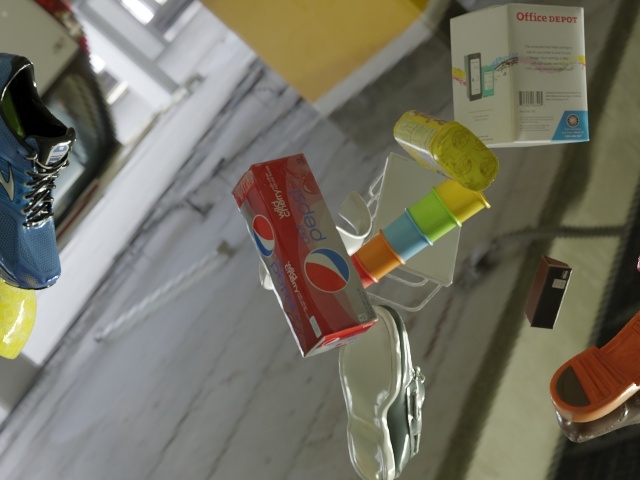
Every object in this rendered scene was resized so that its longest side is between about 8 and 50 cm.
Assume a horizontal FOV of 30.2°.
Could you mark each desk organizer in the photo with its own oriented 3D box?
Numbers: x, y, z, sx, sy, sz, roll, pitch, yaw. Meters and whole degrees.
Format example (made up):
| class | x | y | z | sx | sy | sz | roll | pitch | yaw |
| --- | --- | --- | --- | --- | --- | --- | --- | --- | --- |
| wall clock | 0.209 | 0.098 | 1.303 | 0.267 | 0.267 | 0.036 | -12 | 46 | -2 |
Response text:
| class | x | y | z | sx | sy | sz | roll | pitch | yaw |
| --- | --- | --- | --- | --- | --- | --- | --- | --- | --- |
| desk organizer | 0.421 | 0.095 | 2.206 | 0.050 | 0.047 | 0.130 | -106 | -154 | -63 |

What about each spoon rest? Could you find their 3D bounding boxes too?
| class | x | y | z | sx | sy | sz | roll | pitch | yaw |
| --- | --- | --- | --- | --- | --- | --- | --- | --- | --- |
| spoon rest | 0.000 | 0.000 | 1.877 | 0.276 | 0.084 | 0.137 | -32 | 157 | -51 |

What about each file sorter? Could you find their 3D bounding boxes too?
| class | x | y | z | sx | sy | sz | roll | pitch | yaw |
| --- | --- | --- | --- | --- | --- | --- | --- | --- | --- |
| file sorter | 0.188 | -0.014 | 2.641 | 0.173 | 0.192 | 0.278 | 127 | -19 | -54 |

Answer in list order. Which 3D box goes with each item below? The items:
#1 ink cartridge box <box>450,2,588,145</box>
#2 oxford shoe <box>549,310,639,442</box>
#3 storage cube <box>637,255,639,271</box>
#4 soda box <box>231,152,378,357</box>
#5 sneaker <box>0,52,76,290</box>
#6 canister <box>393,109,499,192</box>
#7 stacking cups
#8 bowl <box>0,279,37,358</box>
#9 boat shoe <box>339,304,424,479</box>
| class | x | y | z | sx | sy | sz | roll | pitch | yaw |
| --- | --- | --- | --- | --- | --- | --- | --- | --- | --- |
| ink cartridge box | 0.399 | -0.327 | 2.392 | 0.197 | 0.198 | 0.270 | 1 | -86 | 61 |
| oxford shoe | 0.523 | 0.195 | 1.859 | 0.363 | 0.133 | 0.130 | -25 | -135 | -6 |
| storage cube | 0.682 | 0.022 | 2.019 | 0.183 | 0.193 | 0.215 | -24 | 144 | -17 |
| soda box | -0.023 | 0.018 | 1.611 | 0.092 | 0.263 | 0.083 | -15 | 161 | -28 |
| sneaker | -0.397 | -0.089 | 1.565 | 0.147 | 0.330 | 0.130 | -3 | -161 | 24 |
| canister | 0.204 | -0.152 | 1.969 | 0.073 | 0.126 | 0.170 | -51 | -153 | -2 |
| stacking cups | 0.155 | -0.012 | 2.182 | 0.316 | 0.096 | 0.096 | -35 | -162 | 12 |
| bowl | -0.604 | 0.060 | 2.131 | 0.156 | 0.289 | 0.289 | -47 | -166 | -5 |
| boat shoe | 0.102 | 0.223 | 1.787 | 0.099 | 0.320 | 0.116 | -25 | -143 | -37 |
